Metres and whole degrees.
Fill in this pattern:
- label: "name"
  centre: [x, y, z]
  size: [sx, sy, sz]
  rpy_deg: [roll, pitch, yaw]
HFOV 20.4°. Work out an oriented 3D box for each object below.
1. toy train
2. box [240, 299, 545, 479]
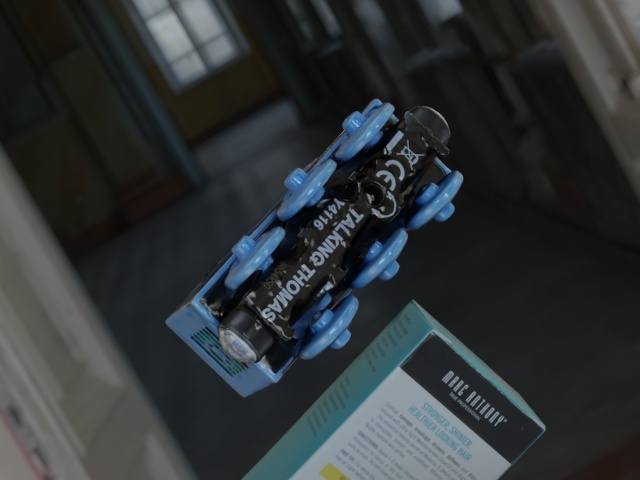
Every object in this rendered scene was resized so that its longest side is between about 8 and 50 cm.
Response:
- label: "toy train"
  centre: [0.000, 0.000, 0.960]
  size: [0.184, 0.080, 0.105]
  rpy_deg: [-50, 9, -26]
- label: "box"
  centre: [0.012, 0.160, 1.072]
  size: [0.244, 0.100, 0.060]
  rpy_deg: [-47, 19, 5]
